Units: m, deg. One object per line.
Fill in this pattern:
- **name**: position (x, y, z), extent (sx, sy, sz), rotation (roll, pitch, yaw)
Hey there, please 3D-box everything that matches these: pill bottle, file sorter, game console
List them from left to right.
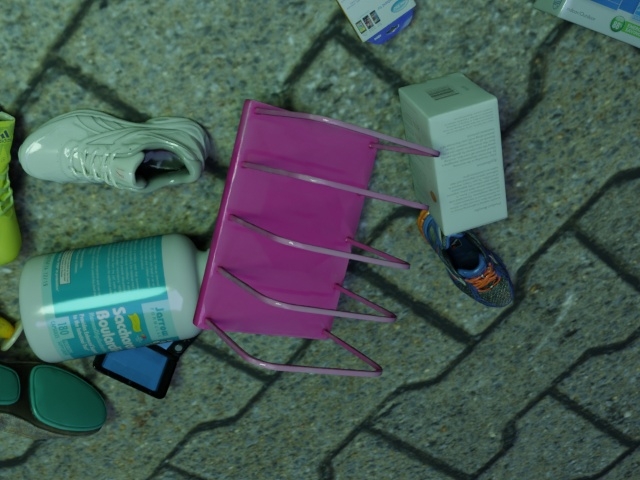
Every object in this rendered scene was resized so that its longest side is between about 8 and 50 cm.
- **pill bottle**: position (-0.248, 0.071, 0.888), extent (0.264, 0.146, 0.146), rotation (-10, 120, -6)
- **game console**: position (-0.253, 0.157, 0.978), extent (0.122, 0.071, 0.107), rotation (34, 108, -26)
- **file sorter**: position (0.000, 0.000, 0.803), extent (0.202, 0.182, 0.291), rotation (11, 96, -33)

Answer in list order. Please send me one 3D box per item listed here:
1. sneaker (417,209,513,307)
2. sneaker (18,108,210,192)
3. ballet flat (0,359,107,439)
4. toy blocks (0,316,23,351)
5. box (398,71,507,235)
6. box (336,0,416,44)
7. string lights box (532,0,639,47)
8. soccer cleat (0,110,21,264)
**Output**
- **sneaker**: position (0.225, 0.037, 1.000), extent (0.083, 0.087, 0.221), rotation (-41, 119, 13)
- **sneaker**: position (-0.251, -0.103, 0.806), extent (0.232, 0.115, 0.090), rotation (-6, 120, -9)
- **ballet flat**: position (-0.442, 0.222, 0.929), extent (0.106, 0.108, 0.316), rotation (-22, 146, 17)
- **toy blocks**: position (-0.509, 0.118, 0.914), extent (0.123, 0.054, 0.148), rotation (-44, 118, 13)
- **box**: position (0.176, -0.117, 0.878), extent (0.091, 0.130, 0.170), rotation (-17, 122, -3)
- **box**: position (0.056, -0.310, 0.806), extent (0.081, 0.028, 0.136), rotation (-33, 122, 8)
- **string lights box**: position (0.384, -0.385, 0.801), extent (0.133, 0.077, 0.260), rotation (13, 115, -16)
- **soccer cleat**: position (-0.414, -0.096, 0.792), extent (0.121, 0.093, 0.289), rotation (-16, 121, -5)
